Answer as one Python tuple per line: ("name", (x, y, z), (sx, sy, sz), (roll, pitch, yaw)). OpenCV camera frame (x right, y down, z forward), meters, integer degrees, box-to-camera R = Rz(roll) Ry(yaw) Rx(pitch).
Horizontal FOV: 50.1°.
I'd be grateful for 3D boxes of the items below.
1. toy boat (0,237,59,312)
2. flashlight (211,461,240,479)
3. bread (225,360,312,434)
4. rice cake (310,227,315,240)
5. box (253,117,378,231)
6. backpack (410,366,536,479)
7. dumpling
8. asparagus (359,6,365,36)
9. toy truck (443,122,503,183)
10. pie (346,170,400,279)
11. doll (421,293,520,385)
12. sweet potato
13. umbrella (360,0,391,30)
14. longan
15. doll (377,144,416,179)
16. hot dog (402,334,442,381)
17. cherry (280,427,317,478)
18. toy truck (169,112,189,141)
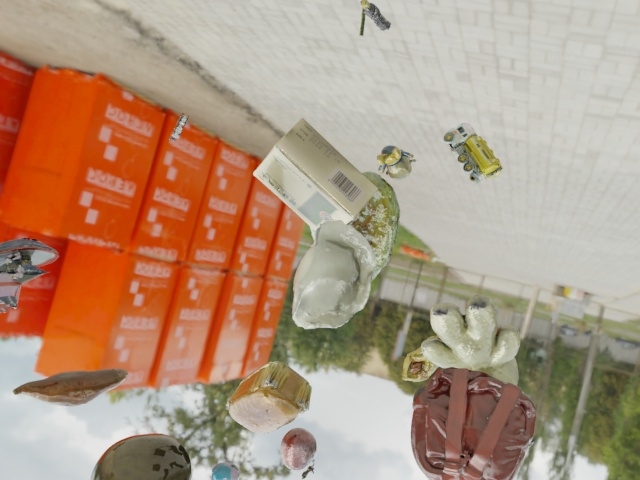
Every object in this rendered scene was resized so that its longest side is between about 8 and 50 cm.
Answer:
("toy boat", (-0.817, 0.095, 1.756), (0.219, 0.072, 0.318), (3, -147, 7))
("flashlight", (-0.154, 0.448, 1.188), (0.051, 0.129, 0.051), (-13, -178, 1))
("bread", (-0.128, 0.390, 1.667), (0.136, 0.107, 0.241), (38, 140, -11))
("rice cake", (-0.001, 0.000, 1.740), (0.033, 0.207, 0.033), (-12, -159, 10))
("box", (-0.015, -0.121, 1.402), (0.212, 0.095, 0.168), (42, 156, -5))
("backpack", (0.259, 0.335, 1.186), (0.229, 0.229, 0.139), (15, 157, 12))
("dumpling", (0.022, 0.063, 1.127), (0.127, 0.188, 0.108), (24, 169, -12))
("asparagus", (0.129, -0.680, 2.067), (0.018, 0.127, 0.015), (3, -178, -27))
("toy truck", (0.511, -0.292, 2.290), (0.098, 0.114, 0.227), (36, -156, -55))
("pie", (0.114, -0.044, 1.888), (0.070, 0.323, 0.323), (2, -176, -27))
("doll", (0.314, 0.211, 1.389), (0.175, 0.149, 0.278), (11, 136, 37))
("sweet potato", (-0.757, 0.457, 2.112), (0.359, 0.112, 0.112), (3, -174, -37))
("umbrella", (0.149, -0.611, 1.858), (0.040, 0.037, 0.144), (52, -163, 27))
("longan", (-0.354, 0.476, 1.336), (0.198, 0.212, 0.198), (29, 163, 10))
("doll", (0.199, -0.203, 1.789), (0.102, 0.089, 0.179), (-21, 176, 21))
("hot dog", (0.271, 0.294, 1.723), (0.078, 0.169, 0.061), (48, 167, 3))
("cherry", (-0.053, 0.585, 1.834), (0.090, 0.107, 0.225), (8, 130, 22))
("toy truck", (-0.391, -0.311, 1.891), (0.024, 0.083, 0.032), (27, 175, -22))
